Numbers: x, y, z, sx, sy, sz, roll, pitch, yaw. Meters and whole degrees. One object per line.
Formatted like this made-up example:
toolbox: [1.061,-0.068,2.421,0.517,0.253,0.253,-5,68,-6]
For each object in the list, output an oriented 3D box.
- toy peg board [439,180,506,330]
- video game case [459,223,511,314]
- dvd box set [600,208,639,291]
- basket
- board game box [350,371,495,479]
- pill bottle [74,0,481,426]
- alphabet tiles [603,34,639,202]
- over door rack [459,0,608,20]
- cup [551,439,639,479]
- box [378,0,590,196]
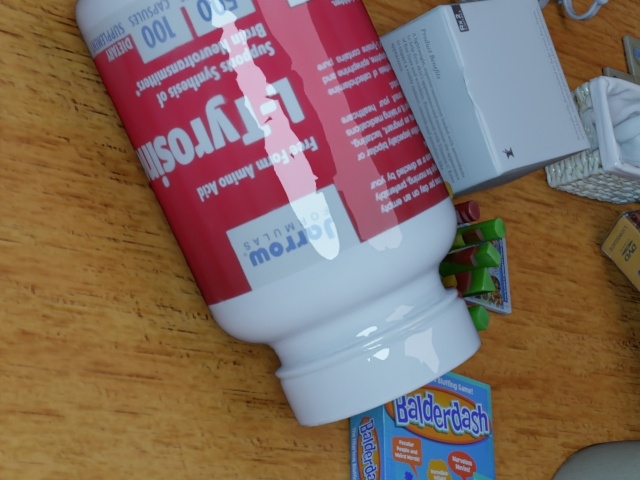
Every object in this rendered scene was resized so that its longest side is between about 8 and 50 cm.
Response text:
toy peg board: [0.105,0.007,1.648,0.160,0.079,0.161,45,45,-36]
video game case: [0.152,0.023,1.778,0.122,0.011,0.087,18,60,-41]
dvd box set: [0.552,0.111,1.947,0.307,0.062,0.420,-9,50,-38]
basket: [0.336,-0.108,1.965,0.167,0.103,0.113,9,67,-44]
board game box: [0.097,0.220,1.604,0.160,0.047,0.210,20,58,-41]
pill bottle: [-0.025,-0.061,1.457,0.229,0.229,0.408,-28,94,-49]
alphabet tiles: [0.473,-0.106,2.185,0.342,0.011,0.285,11,65,-44]
over door rack: [0.221,-0.421,1.977,0.239,0.108,0.324,-1,74,-48]
cup: [0.412,0.343,1.747,0.331,0.237,0.331,23,57,-40]
box: [0.161,-0.146,1.780,0.182,0.119,0.181,-16,85,-49]
